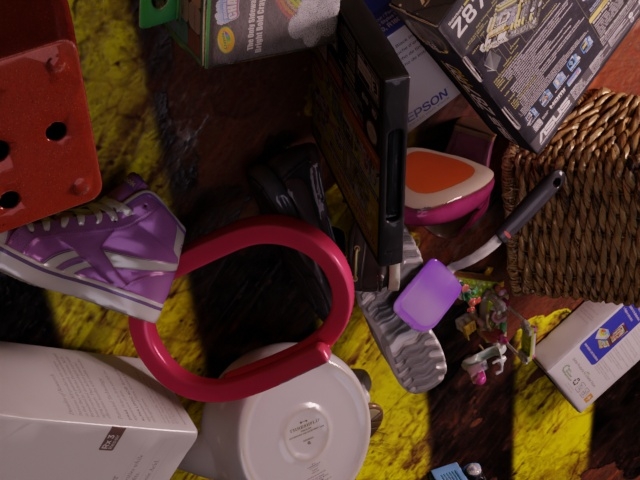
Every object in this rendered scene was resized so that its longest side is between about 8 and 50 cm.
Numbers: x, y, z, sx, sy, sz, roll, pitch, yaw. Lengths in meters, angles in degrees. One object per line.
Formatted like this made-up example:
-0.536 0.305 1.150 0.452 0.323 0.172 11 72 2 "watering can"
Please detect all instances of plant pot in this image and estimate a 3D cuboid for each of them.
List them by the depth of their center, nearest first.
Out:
-0.342 -0.143 1.226 0.267 0.236 0.267 -22 134 -21 "plant pot"

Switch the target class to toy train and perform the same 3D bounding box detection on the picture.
0.239 0.461 2.268 0.105 0.080 0.184 -13 133 -16 "toy train"

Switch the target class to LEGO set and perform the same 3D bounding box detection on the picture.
0.250 0.119 1.969 0.132 0.107 0.287 -38 138 -4 "LEGO set"

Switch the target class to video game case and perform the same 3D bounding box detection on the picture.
0.041 -0.150 1.473 0.035 0.275 0.248 -11 131 -12 "video game case"

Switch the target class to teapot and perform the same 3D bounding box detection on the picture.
-0.064 0.251 1.801 0.256 0.187 0.252 30 76 -30 "teapot"

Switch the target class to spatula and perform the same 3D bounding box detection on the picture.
0.223 0.009 1.772 0.296 0.030 0.084 -42 123 6 "spatula"

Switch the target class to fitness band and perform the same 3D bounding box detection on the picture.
-0.098 0.085 1.619 0.291 0.054 0.209 -25 104 16 "fitness band"

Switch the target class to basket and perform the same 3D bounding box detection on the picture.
0.397 -0.073 1.911 0.213 0.223 0.299 -65 152 -42 "basket"

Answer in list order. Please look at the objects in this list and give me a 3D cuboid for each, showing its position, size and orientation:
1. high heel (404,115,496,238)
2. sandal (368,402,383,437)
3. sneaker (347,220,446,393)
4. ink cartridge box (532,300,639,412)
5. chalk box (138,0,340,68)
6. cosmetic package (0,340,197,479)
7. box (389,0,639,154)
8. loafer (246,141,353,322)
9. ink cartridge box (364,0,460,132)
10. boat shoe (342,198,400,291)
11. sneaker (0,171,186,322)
0.150 -0.032 1.648 0.377 0.127 0.181 -35 143 -62 "high heel"
0.027 0.301 2.005 0.072 0.049 0.180 11 131 -35 "sandal"
0.088 0.081 1.828 0.105 0.115 0.281 -21 114 -15 "sneaker"
0.533 0.122 2.213 0.371 0.069 0.176 -41 137 2 "ink cartridge box"
-0.099 -0.275 1.376 0.213 0.132 0.132 -14 132 -26 "chalk box"
-0.372 0.249 1.583 0.385 0.156 0.217 9 119 -42 "cosmetic package"
0.294 -0.341 1.580 0.395 0.097 0.318 -54 142 -2 "box"
0.000 0.000 1.695 0.095 0.109 0.302 -36 135 -12 "loafer"
0.149 -0.273 1.619 0.223 0.045 0.224 -37 137 -5 "ink cartridge box"
0.062 -0.047 1.668 0.069 0.081 0.227 -3 88 1 "boat shoe"
-0.281 -0.019 1.494 0.282 0.102 0.161 21 92 -41 "sneaker"
